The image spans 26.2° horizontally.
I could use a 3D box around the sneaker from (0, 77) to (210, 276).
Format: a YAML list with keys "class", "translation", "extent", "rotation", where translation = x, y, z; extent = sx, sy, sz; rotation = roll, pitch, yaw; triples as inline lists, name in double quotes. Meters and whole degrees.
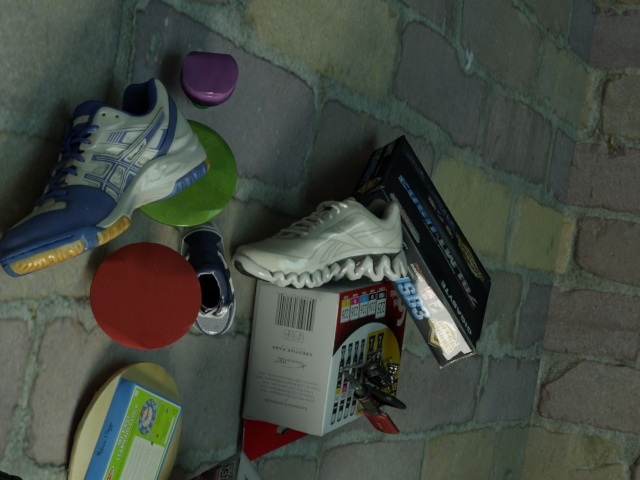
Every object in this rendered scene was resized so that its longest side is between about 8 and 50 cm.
- class: "sneaker"
  translation: [-0.240, -0.069, 1.411]
  extent: [0.296, 0.111, 0.131]
  rotation: [-43, 113, -51]

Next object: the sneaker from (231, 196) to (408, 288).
- class: "sneaker"
  translation: [0.000, 0.000, 1.885]
  extent: [0.292, 0.110, 0.118]
  rotation: [-5, 105, -42]

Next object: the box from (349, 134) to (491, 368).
- class: "box"
  translation: [0.159, 0.009, 2.135]
  extent: [0.296, 0.073, 0.293]
  rotation: [59, 18, -11]

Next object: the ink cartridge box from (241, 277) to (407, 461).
- class: "ink cartridge box"
  translation: [0.012, 0.186, 2.031]
  extent: [0.309, 0.130, 0.272]
  rotation: [-9, 107, -67]

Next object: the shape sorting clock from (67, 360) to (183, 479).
- class: "shape sorting clock"
  translation: [-0.226, 0.241, 1.602]
  extent: [0.206, 0.040, 0.206]
  rotation: [-41, 138, -53]

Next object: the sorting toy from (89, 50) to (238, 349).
- class: "sorting toy"
  translation: [-0.172, -0.039, 1.593]
  extent: [0.126, 0.127, 0.366]
  rotation: [123, -19, -71]

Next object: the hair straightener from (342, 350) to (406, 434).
- class: "hair straightener"
  translation: [0.079, 0.208, 1.986]
  extent: [0.230, 0.047, 0.089]
  rotation: [49, 55, -58]

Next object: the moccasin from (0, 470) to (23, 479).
- class: "moccasin"
  translation: [-0.370, 0.238, 1.162]
  extent: [0.380, 0.139, 0.147]
  rotation: [66, 30, -67]

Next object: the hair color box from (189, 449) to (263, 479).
- class: "hair color box"
  translation: [-0.047, 0.468, 1.719]
  extent: [0.374, 0.113, 0.185]
  rotation: [58, 7, -13]

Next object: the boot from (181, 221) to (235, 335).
- class: "boot"
  translation: [-0.138, 0.071, 1.662]
  extent: [0.190, 0.069, 0.086]
  rotation: [83, -2, -46]
